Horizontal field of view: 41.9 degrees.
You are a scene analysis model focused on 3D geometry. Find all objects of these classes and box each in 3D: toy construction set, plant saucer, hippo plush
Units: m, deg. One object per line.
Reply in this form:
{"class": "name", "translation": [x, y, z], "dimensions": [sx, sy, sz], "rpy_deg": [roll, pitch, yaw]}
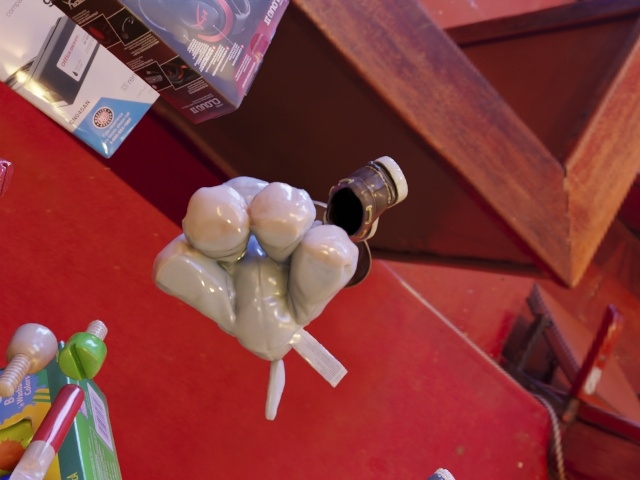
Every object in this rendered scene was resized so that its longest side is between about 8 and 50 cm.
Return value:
{"class": "toy construction set", "translation": [-0.313, 0.078, 0.610], "dimensions": [0.257, 0.237, 0.309], "rpy_deg": [-41, 107, 17]}
{"class": "plant saucer", "translation": [0.000, 0.000, 1.428], "dimensions": [0.198, 0.199, 0.036], "rpy_deg": [53, 45, -24]}
{"class": "hippo plush", "translation": [-0.050, 0.017, 1.092], "dimensions": [0.234, 0.236, 0.294], "rpy_deg": [-32, 109, 21]}

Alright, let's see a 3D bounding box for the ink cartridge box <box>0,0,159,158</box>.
{"class": "ink cartridge box", "translation": [-0.501, -0.397, 1.639], "dimensions": [0.395, 0.166, 0.285], "rpy_deg": [39, 89, -33]}

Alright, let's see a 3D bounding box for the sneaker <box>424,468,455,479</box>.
{"class": "sneaker", "translation": [0.129, 0.267, 0.823], "dimensions": [0.035, 0.083, 0.031], "rpy_deg": [-19, 143, -27]}

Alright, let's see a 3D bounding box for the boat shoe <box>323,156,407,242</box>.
{"class": "boat shoe", "translation": [0.039, -0.041, 1.100], "dimensions": [0.069, 0.228, 0.081], "rpy_deg": [-28, 81, -22]}

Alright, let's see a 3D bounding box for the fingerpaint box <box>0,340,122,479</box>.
{"class": "fingerpaint box", "translation": [-0.436, 0.393, 1.048], "dimensions": [0.371, 0.445, 0.163], "rpy_deg": [-24, 134, -4]}

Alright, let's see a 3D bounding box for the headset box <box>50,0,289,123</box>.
{"class": "headset box", "translation": [-0.188, -0.324, 1.172], "dimensions": [0.293, 0.110, 0.218], "rpy_deg": [39, 58, -33]}
